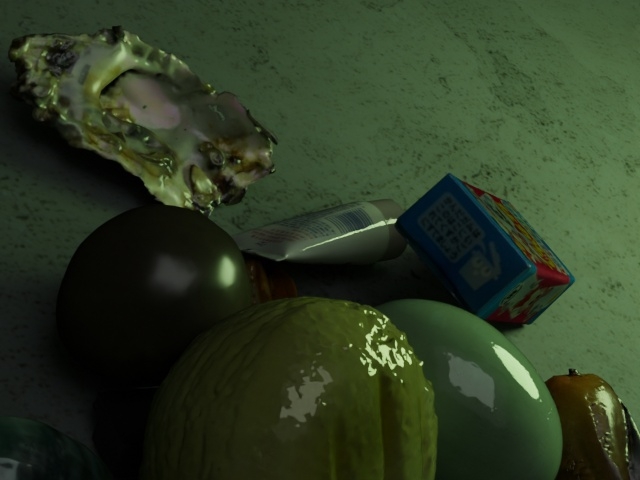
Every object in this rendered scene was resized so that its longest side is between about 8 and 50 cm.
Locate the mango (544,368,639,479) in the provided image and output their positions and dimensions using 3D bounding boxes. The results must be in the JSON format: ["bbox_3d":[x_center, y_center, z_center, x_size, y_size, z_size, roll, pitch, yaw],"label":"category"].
[{"bbox_3d":[0.319,0.277,1.391,0.156,0.151,0.248,40,30,-59],"label":"mango"}]

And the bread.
[{"bbox_3d":[-0.020,0.210,1.104,0.321,0.237,0.320,-7,102,-35],"label":"bread"}]

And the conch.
[{"bbox_3d":[-0.289,0.257,0.997,0.220,0.195,0.277,61,12,-14],"label":"conch"}]

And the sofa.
[{"bbox_3d":[-0.160,0.200,1.214,0.147,0.060,0.085,0,36,-34],"label":"sofa"}]

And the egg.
[{"bbox_3d":[0.143,0.186,1.308,0.283,0.203,0.203,40,42,3],"label":"egg"}]

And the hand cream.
[{"bbox_3d":[0.000,0.000,1.463,0.248,0.133,0.083,-9,102,-38],"label":"hand cream"}]

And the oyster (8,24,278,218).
[{"bbox_3d":[-0.227,-0.154,1.463,0.355,0.107,0.201,36,60,-18],"label":"oyster"}]

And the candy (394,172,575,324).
[{"bbox_3d":[0.219,0.017,1.493,0.157,0.100,0.306,51,13,19],"label":"candy"}]

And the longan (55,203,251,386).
[{"bbox_3d":[-0.170,0.056,1.232,0.196,0.196,0.220,46,31,10],"label":"longan"}]

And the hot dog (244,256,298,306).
[{"bbox_3d":[-0.059,0.107,1.352,0.092,0.062,0.235,29,34,-32],"label":"hot dog"}]
